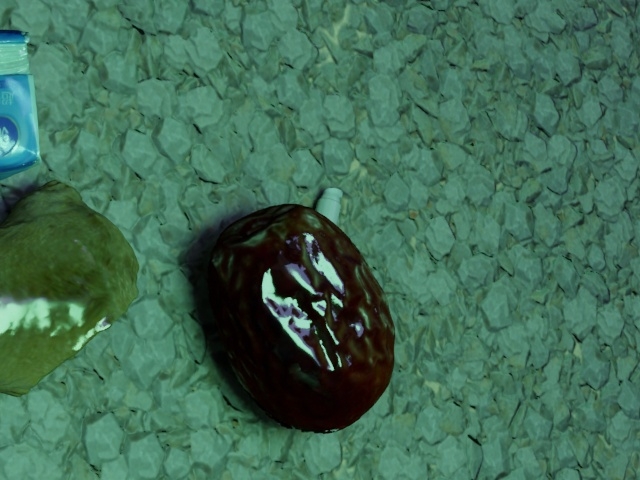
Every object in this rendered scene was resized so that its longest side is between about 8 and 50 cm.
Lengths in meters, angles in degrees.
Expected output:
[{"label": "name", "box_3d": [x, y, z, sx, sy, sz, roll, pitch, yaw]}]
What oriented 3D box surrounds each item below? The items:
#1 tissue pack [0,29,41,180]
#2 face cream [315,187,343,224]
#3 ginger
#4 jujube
[{"label": "tissue pack", "box_3d": [-0.419, -0.111, 1.624, 0.263, 0.198, 0.146, -4, 87, -38]}, {"label": "face cream", "box_3d": [0.000, 0.000, 2.032, 0.034, 0.034, 0.130, 28, 65, -31]}, {"label": "ginger", "box_3d": [-0.307, 0.038, 1.729, 0.221, 0.130, 0.276, 43, 52, -13]}, {"label": "jujube", "box_3d": [-0.017, 0.086, 1.909, 0.183, 0.183, 0.243, -37, 114, -36]}]
